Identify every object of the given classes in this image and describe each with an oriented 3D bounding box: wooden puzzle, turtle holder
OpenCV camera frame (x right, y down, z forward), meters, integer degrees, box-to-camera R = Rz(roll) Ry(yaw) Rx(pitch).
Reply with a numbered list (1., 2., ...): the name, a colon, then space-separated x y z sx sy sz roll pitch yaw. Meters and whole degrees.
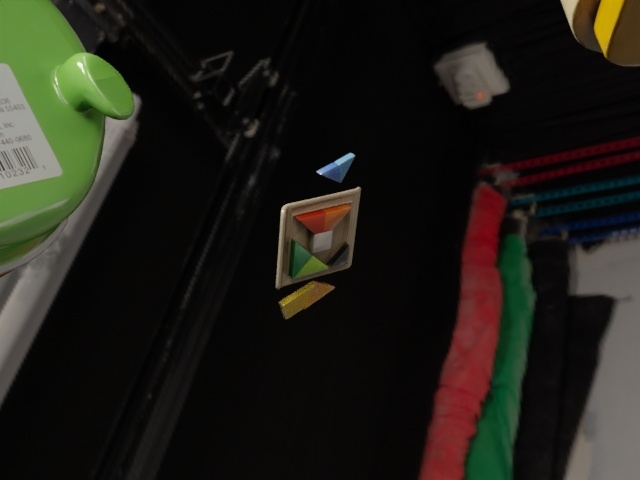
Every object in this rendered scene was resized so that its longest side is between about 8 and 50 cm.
1. wooden puzzle: 0.000 0.000 0.630 0.078 0.014 0.116 -24 -49 -30
2. turtle holder: -0.308 -0.100 0.590 0.320 0.227 0.243 39 -134 -12

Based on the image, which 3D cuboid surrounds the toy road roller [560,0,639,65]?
1. toy road roller: 0.327 -0.311 0.686 0.329 0.240 0.203 96 169 -56
